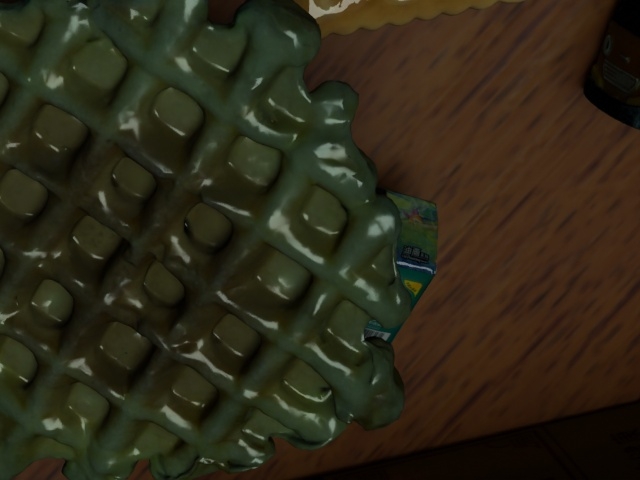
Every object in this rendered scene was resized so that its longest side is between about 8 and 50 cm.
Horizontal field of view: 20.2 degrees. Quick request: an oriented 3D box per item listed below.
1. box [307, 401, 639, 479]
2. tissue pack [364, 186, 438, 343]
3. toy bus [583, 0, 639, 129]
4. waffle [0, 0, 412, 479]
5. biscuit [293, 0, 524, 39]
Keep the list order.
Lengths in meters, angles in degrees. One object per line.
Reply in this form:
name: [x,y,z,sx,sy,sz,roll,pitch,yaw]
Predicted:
box: [0.108,0.212,1.000,0.415,0.264,0.115,-14,111,-9]
tissue pack: [0.001,0.000,1.007,0.111,0.079,0.085,14,139,-14]
toy bus: [0.262,-0.098,1.011,0.201,0.098,0.114,9,106,-15]
waffle: [-0.104,-0.002,0.937,0.309,0.056,0.292,-9,110,23]
biscuit: [0.034,-0.235,0.954,0.160,0.030,0.249,-11,110,-7]
